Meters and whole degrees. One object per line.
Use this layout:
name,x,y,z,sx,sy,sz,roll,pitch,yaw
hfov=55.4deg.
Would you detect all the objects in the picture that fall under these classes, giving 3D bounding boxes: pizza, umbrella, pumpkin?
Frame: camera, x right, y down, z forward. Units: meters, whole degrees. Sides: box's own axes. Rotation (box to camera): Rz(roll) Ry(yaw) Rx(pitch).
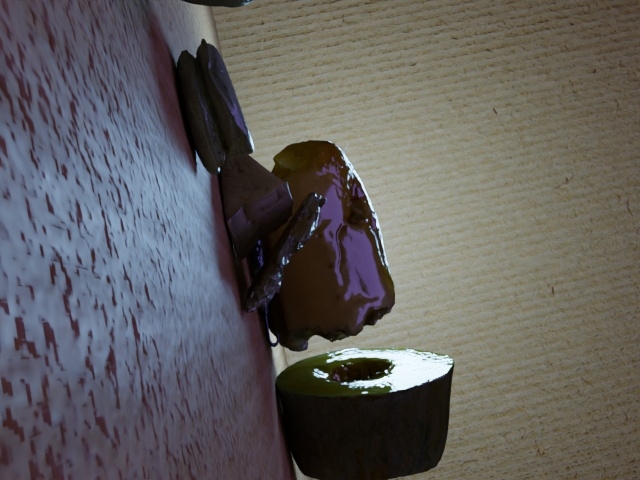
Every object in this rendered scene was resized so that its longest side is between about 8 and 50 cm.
pizza,-0.047,0.020,0.802,0.181,0.034,0.262,-57,-175,7
umbrella,-0.101,0.034,0.957,0.044,0.044,0.269,1,73,-55
pumpkin,0.093,0.327,1.140,0.332,0.332,0.199,-161,-119,-85

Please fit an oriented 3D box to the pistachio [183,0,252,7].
pistachio,-0.063,-0.213,0.372,0.226,0.135,0.136,-168,-114,-75

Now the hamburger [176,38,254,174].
hamburger,-0.103,-0.133,0.560,0.084,0.054,0.121,77,-4,-60

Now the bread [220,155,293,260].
bread,-0.120,-0.063,0.816,0.152,0.105,0.077,37,-27,30

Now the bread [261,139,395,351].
bread,0.000,0.000,1.218,0.361,0.250,0.395,157,-79,-75
